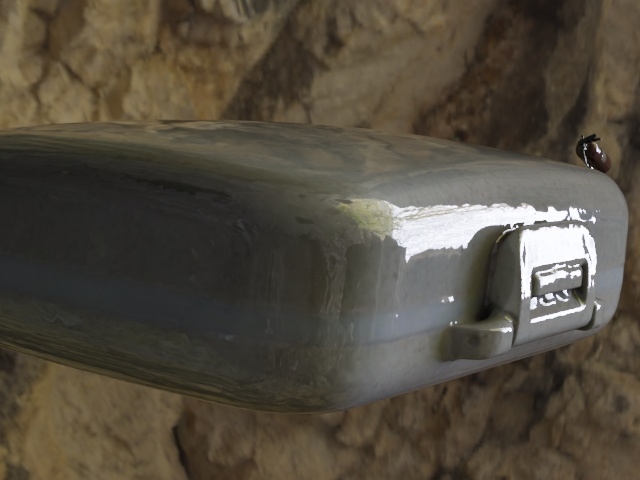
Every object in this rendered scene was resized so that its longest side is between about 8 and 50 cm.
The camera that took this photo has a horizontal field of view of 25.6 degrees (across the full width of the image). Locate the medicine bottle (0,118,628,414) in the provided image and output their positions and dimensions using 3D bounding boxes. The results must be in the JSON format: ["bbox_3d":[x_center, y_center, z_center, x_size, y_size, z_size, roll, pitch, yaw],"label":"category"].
[{"bbox_3d":[0.000,0.000,0.759,0.282,0.375,0.123,11,-82,31],"label":"medicine bottle"}]

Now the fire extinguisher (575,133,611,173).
[{"bbox_3d":[0.292,-0.084,1.517,0.032,0.100,0.046,9,-97,26],"label":"fire extinguisher"}]
